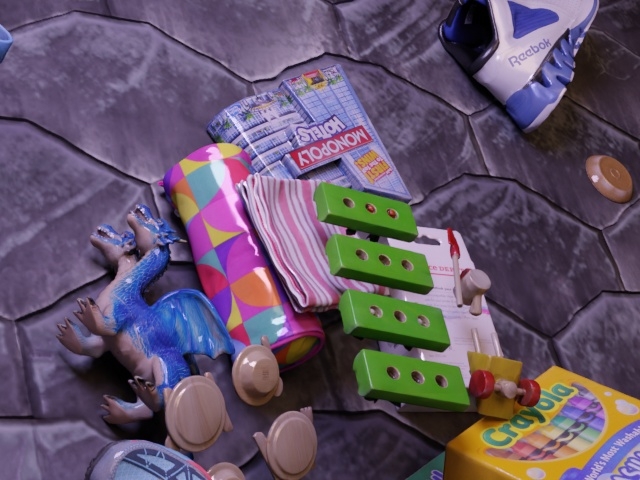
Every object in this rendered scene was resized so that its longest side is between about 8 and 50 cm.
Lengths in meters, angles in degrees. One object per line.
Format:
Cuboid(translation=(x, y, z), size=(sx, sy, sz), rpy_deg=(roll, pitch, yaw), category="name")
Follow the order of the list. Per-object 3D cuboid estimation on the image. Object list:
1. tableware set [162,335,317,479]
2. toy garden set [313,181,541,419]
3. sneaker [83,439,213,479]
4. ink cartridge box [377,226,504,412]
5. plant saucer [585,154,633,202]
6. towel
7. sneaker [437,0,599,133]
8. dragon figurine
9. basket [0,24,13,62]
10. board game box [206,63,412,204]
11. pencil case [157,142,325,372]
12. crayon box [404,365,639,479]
Cuboid(translation=(-0.069, 0.168, 1.024), size=(0.169, 0.020, 0.141), rpy_deg=(-27, 105, -44), category="tableware set")
Cuboid(translation=(0.097, 0.069, 1.135), size=(0.204, 0.049, 0.244), rpy_deg=(13, 45, -28), category="toy garden set")
Cuboid(translation=(-0.071, 0.250, 0.910), size=(0.262, 0.125, 0.104), rpy_deg=(48, 59, -12), category="sneaker")
Cuboid(translation=(0.120, 0.083, 1.261), size=(0.115, 0.067, 0.198), rpy_deg=(7, 55, -32), category="ink cartridge box")
Cuboid(translation=(0.412, -0.091, 1.642), size=(0.083, 0.015, 0.083), rpy_deg=(19, 48, -22), category="plant saucer")
Cuboid(translation=(0.000, 0.000, 1.159), size=(0.197, 0.029, 0.144), rpy_deg=(-2, 63, -62), category="towel")
Cuboid(translation=(0.273, -0.309, 1.633), size=(0.182, 0.127, 0.315), rpy_deg=(35, 45, -11), category="sneaker")
Cuboid(translation=(-0.137, 0.097, 1.053), size=(0.144, 0.085, 0.289), rpy_deg=(-26, 75, -44), category="dragon figurine")
Cuboid(translation=(-0.429, -0.252, 0.989), size=(0.289, 0.201, 0.255), rpy_deg=(46, 18, 28), category="basket")
Cuboid(translation=(0.003, -0.093, 1.321), size=(0.194, 0.060, 0.194), rpy_deg=(-25, 73, -44), category="board game box")
Cuboid(translation=(-0.079, 0.018, 1.152), size=(0.104, 0.104, 0.236), rpy_deg=(-5, 60, -38), category="pencil case")
Cuboid(translation=(0.262, 0.227, 1.109), size=(0.323, 0.083, 0.203), rpy_deg=(21, 31, 36), category="crayon box")
